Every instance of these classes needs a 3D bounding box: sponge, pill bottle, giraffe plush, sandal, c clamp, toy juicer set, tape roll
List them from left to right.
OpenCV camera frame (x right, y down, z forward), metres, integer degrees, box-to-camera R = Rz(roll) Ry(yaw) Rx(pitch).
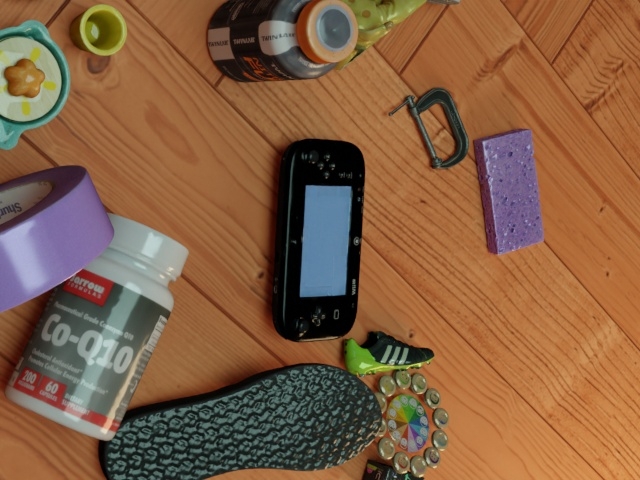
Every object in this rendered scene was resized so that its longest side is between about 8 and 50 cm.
[{"bbox_3d":[-0.400,0.005,1.481,0.275,0.275,0.090,-33,113,-28],"label":"tape roll"},{"bbox_3d":[-0.420,-0.237,1.557,0.329,0.089,0.209,-52,120,-19],"label":"toy juicer set"},{"bbox_3d":[-0.299,0.115,1.631,0.161,0.161,0.283,30,78,-33],"label":"pill bottle"},{"bbox_3d":[-0.121,0.275,1.821,0.445,0.107,0.168,-5,99,-21],"label":"sandal"},{"bbox_3d":[-0.050,-0.294,1.709,0.130,0.245,0.130,-4,97,-34],"label":"pill bottle"},{"bbox_3d":[0.030,-0.367,1.810,0.170,0.181,0.210,52,35,-7],"label":"giraffe plush"},{"bbox_3d":[0.189,-0.186,2.025,0.137,0.022,0.161,-44,115,-29],"label":"c clamp"},{"bbox_3d":[0.338,-0.087,2.128,0.117,0.031,0.210,-17,105,-32],"label":"sponge"}]

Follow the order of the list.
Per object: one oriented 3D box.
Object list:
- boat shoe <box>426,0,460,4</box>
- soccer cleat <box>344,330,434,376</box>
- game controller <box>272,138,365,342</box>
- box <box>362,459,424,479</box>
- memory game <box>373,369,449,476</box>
[{"bbox_3d":[0.140,-0.440,1.924,0.226,0.083,0.076,10,90,-34],"label":"boat shoe"},{"bbox_3d":[0.117,0.184,1.990,0.179,0.060,0.072,-3,84,-34],"label":"soccer cleat"},{"bbox_3d":[0.000,0.000,1.884,0.166,0.067,0.319,1,95,-34],"label":"game controller"},{"bbox_3d":[0.121,0.408,2.010,0.083,0.062,0.052,21,83,-34],"label":"box"},{"bbox_3d":[0.151,0.306,2.013,0.186,0.012,0.186,15,65,-37],"label":"memory game"}]
